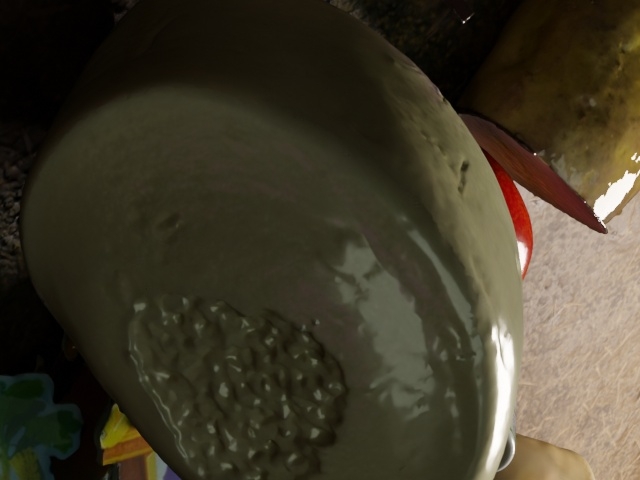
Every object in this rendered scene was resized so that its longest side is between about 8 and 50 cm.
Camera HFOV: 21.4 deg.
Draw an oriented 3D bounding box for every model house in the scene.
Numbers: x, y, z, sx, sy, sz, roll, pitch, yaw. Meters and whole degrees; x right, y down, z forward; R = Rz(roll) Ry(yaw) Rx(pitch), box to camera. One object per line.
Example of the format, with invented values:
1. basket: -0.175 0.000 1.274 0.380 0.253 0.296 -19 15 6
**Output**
1. model house: -0.214 0.171 1.541 0.358 0.242 0.313 -13 108 -33

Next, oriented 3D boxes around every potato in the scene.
1. potato: 0.277 -0.169 1.727 0.266 0.229 0.229 -54 138 -7

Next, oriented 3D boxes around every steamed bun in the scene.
1. steamed bun: 0.000 0.000 1.366 0.290 0.371 0.456 -32 108 24

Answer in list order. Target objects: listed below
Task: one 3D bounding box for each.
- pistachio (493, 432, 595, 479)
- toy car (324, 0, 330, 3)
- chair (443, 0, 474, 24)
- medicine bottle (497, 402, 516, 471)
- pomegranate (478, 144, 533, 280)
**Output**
1. pistachio: 0.183 0.347 1.951 0.309 0.230 0.230 -45 137 4
2. toy car: -0.044 -0.215 1.516 0.142 0.055 0.069 -19 130 -30
3. chair: 0.086 -0.377 1.485 0.175 0.183 0.326 -43 92 -10
4. medicine bottle: 0.188 0.174 1.883 0.061 0.220 0.092 2 107 7
5. pomegranate: 0.088 0.011 1.668 0.221 0.221 0.256 -5 126 -39
